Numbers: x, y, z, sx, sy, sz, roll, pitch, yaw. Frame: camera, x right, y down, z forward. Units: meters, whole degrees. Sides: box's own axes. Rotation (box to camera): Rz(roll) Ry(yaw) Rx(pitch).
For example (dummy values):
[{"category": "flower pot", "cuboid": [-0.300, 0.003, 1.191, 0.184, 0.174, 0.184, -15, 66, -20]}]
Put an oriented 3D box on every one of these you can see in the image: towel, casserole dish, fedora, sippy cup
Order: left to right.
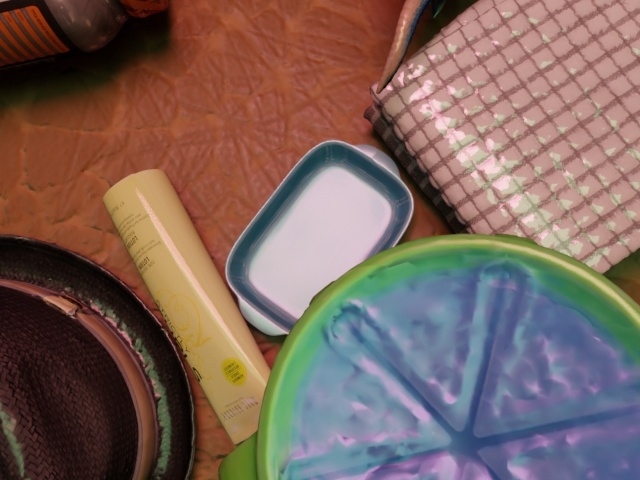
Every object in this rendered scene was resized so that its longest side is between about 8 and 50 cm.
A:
[{"category": "fedora", "cuboid": [-0.268, 0.143, 0.469, 0.334, 0.152, 0.334, 0, 81, 1]}, {"category": "casserole dish", "cuboid": [0.000, 0.000, 0.548, 0.114, 0.037, 0.188, 36, 82, 6]}, {"category": "sippy cup", "cuboid": [0.106, 0.136, 0.415, 0.305, 0.224, 0.240, 18, 81, 23]}, {"category": "towel", "cuboid": [0.214, -0.106, 0.524, 0.284, 0.121, 0.235, -35, 81, -3]}]

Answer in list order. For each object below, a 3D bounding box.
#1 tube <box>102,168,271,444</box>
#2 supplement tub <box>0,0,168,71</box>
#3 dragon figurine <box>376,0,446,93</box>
[{"category": "tube", "cuboid": [-0.105, 0.054, 0.524, 0.062, 0.070, 0.240, -29, 82, -6]}, {"category": "supplement tub", "cuboid": [-0.301, -0.234, 0.509, 0.316, 0.193, 0.193, -13, 81, -2]}, {"category": "dragon figurine", "cuboid": [0.102, -0.242, 0.495, 0.085, 0.144, 0.289, -17, 66, 41]}]
